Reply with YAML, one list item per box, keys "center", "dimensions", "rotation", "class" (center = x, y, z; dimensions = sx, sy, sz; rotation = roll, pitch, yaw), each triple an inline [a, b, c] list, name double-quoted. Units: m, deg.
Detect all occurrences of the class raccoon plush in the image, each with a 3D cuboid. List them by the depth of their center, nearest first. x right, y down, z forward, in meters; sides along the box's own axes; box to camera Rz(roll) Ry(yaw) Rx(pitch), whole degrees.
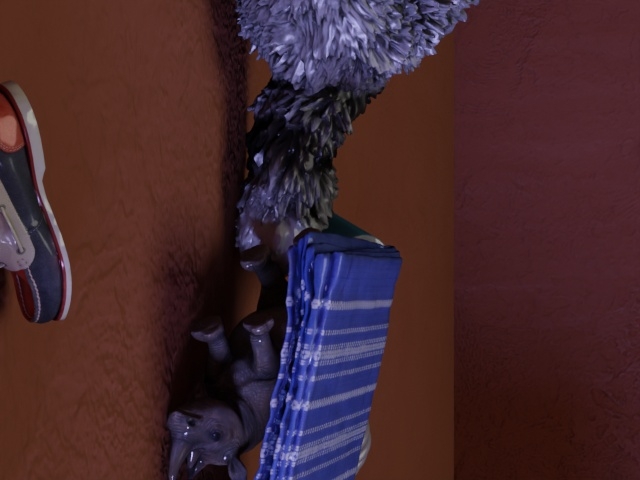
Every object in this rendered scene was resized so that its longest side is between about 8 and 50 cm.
- center: [-0.005, -0.207, 1.088]
  dimensions: [0.299, 0.216, 0.446]
  rotation: [27, 66, -65]
  class: "raccoon plush"

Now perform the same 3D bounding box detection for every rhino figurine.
- center: [-0.054, 0.101, 1.089]
  dimensions: [0.243, 0.073, 0.106]
  rotation: [-56, 141, -44]
  class: "rhino figurine"

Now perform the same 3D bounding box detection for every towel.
- center: [-0.008, 0.161, 1.093]
  dimensions: [0.243, 0.040, 0.336]
  rotation: [5, 98, -74]
  class: "towel"

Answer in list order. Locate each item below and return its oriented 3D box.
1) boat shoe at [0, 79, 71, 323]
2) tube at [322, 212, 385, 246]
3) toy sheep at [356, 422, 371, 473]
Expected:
- center: [-0.157, -0.013, 0.705]
  dimensions: [0.043, 0.049, 0.137]
  rotation: [-27, 130, -28]
  class: "boat shoe"
- center: [0.000, 0.000, 1.291]
  dimensions: [0.207, 0.052, 0.080]
  rotation: [-148, -123, -66]
  class: "tube"
- center: [0.008, 0.195, 1.389]
  dimensions: [0.091, 0.091, 0.132]
  rotation: [-77, 168, -46]
  class: "toy sheep"
